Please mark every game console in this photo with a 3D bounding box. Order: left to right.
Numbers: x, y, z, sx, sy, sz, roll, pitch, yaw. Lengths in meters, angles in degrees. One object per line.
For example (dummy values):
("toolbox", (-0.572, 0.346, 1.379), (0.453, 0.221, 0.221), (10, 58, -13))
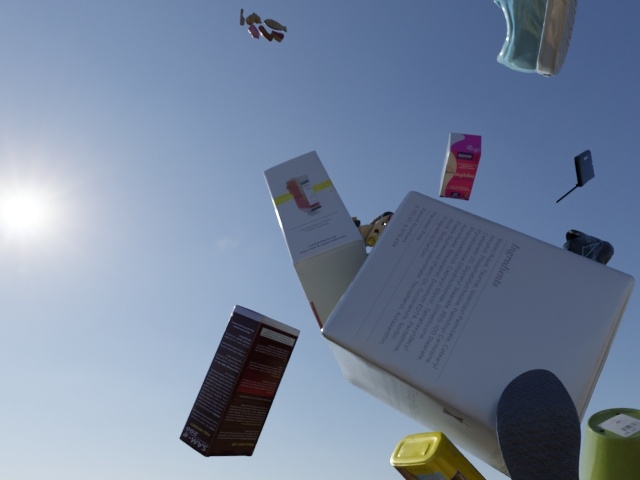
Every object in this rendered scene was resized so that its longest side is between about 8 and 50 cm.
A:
("game console", (0.627, -0.160, 1.188), (0.071, 0.107, 0.122), (-5, 14, 44))

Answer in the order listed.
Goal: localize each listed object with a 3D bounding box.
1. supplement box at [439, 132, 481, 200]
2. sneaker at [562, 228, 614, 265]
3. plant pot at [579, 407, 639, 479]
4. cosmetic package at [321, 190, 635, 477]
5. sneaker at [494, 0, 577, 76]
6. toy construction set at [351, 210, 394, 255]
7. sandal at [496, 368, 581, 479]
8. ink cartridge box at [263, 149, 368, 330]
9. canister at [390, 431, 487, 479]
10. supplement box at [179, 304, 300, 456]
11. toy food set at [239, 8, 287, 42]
("supplement box", (0.501, -0.264, 1.722), (0.111, 0.114, 0.220), (8, -43, 10))
("sneaker", (0.604, 0.065, 1.120), (0.106, 0.267, 0.101), (38, -47, 9))
("plant pot", (0.682, 0.527, 1.024), (0.274, 0.294, 0.275), (-15, 3, 1))
("cosmetic package", (0.269, 0.178, 0.884), (0.393, 0.327, 0.329), (25, -22, 24))
("sneaker", (0.379, -0.476, 0.846), (0.150, 0.135, 0.366), (17, -49, 29))
("toy construction set", (0.188, 0.036, 1.782), (0.237, 0.309, 0.258), (-2, -62, -20))
("sandal", (0.272, 0.288, 0.578), (0.097, 0.255, 0.054), (-8, -28, 19))
("ink cartridge box", (0.000, 0.000, 1.199), (0.160, 0.385, 0.279), (-21, -48, -1))
("canister", (0.213, 0.403, 0.793), (0.170, 0.073, 0.126), (47, -40, -4))
("supplement box", (-0.135, 0.248, 0.842), (0.073, 0.239, 0.130), (14, -14, 33))
("toy food set", (-0.139, -0.507, 1.149), (0.122, 0.078, 0.019), (13, -31, -27))
